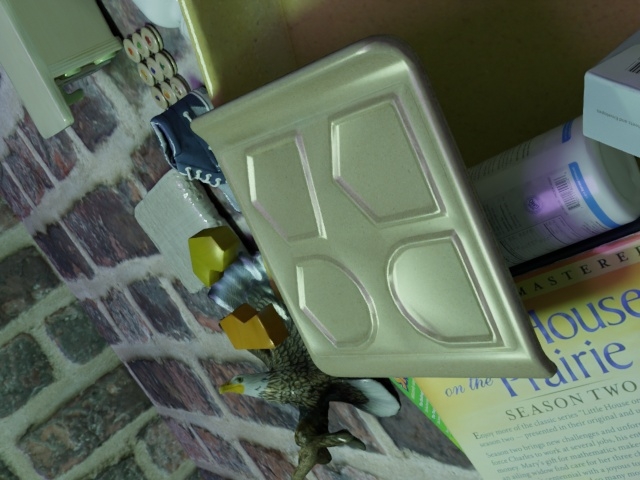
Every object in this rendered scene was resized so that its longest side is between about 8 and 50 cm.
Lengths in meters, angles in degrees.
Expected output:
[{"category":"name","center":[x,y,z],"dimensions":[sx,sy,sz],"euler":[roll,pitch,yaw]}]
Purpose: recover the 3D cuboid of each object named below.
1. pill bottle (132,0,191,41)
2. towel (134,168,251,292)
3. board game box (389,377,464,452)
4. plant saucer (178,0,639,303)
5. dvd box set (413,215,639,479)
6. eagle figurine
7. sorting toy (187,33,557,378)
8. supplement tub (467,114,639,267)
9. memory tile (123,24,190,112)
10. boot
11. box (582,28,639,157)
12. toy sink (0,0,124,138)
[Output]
[{"category":"pill bottle","center":[-0.150,-0.287,0.813],"dimensions":[0.221,0.124,0.124],"euler":[49,154,8]},{"category":"towel","center":[-0.211,-0.013,1.361],"dimensions":[0.187,0.049,0.282],"euler":[54,154,-6]},{"category":"board game box","center":[0.155,0.188,1.016],"dimensions":[0.259,0.039,0.124],"euler":[42,152,16]},{"category":"plant saucer","center":[0.097,-0.081,0.591],"dimensions":[0.333,0.081,0.333],"euler":[2,132,19]},{"category":"dvd box set","center":[0.272,0.166,0.584],"dimensions":[0.308,0.062,0.420],"euler":[-26,105,38]},{"category":"eagle figurine","center":[-0.049,0.177,1.224],"dimensions":[0.226,0.225,0.298],"euler":[-38,52,27]},{"category":"sorting toy","center":[0.000,0.000,0.586],"dimensions":[0.307,0.041,0.229],"euler":[-11,112,51]},{"category":"supplement tub","center":[0.136,-0.027,0.519],"dimensions":[0.107,0.071,0.071],"euler":[-24,103,38]},{"category":"memory tile","center":[-0.214,-0.217,1.141],"dimensions":[0.113,0.012,0.148],"euler":[2,126,59]},{"category":"boot","center":[-0.151,-0.098,1.101],"dimensions":[0.069,0.086,0.190],"euler":[14,135,53]},{"category":"box","center":[0.229,-0.082,0.363],"dimensions":[0.145,0.186,0.038],"euler":[31,150,37]},{"category":"toy sink","center":[-0.378,-0.284,1.193],"dimensions":[0.153,0.131,0.234],"euler":[-4,115,61]}]
